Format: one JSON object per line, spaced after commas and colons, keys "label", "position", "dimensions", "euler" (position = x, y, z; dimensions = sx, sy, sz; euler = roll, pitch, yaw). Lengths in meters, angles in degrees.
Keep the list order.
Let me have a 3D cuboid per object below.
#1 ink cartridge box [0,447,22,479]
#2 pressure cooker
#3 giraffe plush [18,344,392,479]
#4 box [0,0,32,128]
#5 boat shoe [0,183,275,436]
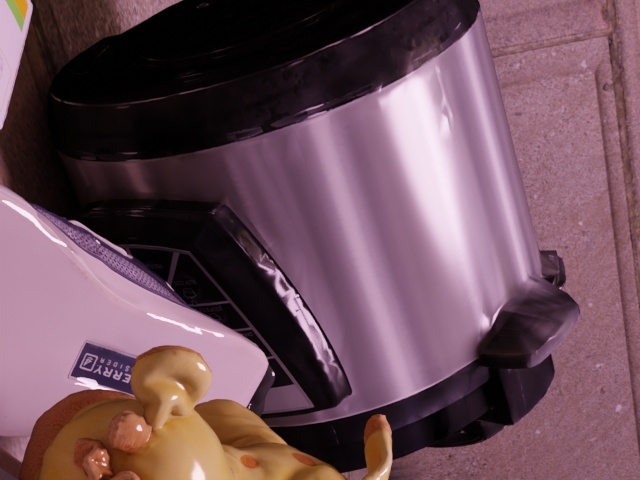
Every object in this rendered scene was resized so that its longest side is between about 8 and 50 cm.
{"label": "ink cartridge box", "position": [-0.197, 0.156, 0.430], "dimensions": [0.234, 0.088, 0.193], "euler": [68, 13, -61]}
{"label": "pressure cooker", "position": [0.005, -0.003, 0.943], "dimensions": [0.370, 0.376, 0.420], "euler": [-110, -179, -65]}
{"label": "giraffe plush", "position": [-0.075, 0.134, 0.527], "dimensions": [0.170, 0.210, 0.181], "euler": [37, 53, -42]}
{"label": "box", "position": [-0.227, -0.145, 0.489], "dimensions": [0.203, 0.114, 0.103], "euler": [70, 12, -46]}
{"label": "boat shoe", "position": [-0.186, 0.036, 0.632], "dimensions": [0.340, 0.158, 0.127], "euler": [38, 80, -47]}
